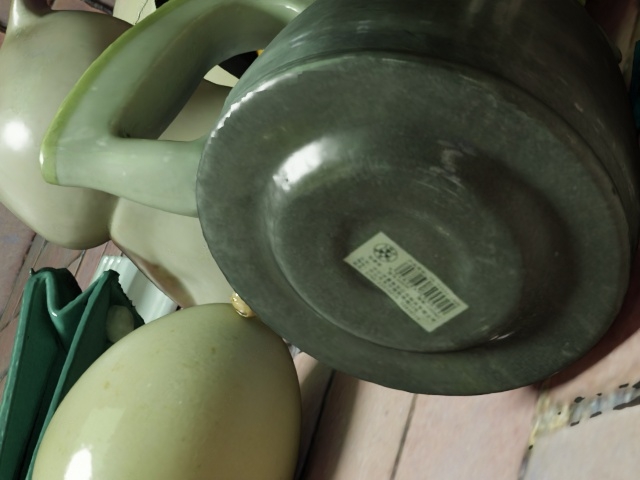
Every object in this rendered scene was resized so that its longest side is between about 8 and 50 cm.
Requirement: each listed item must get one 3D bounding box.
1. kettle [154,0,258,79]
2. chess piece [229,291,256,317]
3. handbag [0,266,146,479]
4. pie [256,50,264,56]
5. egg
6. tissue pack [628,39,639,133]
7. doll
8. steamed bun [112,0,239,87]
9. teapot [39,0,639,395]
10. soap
[{"bbox_3d":[0.039,-0.299,1.320,0.324,0.228,0.321,-61,27,-9],"label":"kettle"},{"bbox_3d":[-0.001,0.000,1.118,0.172,0.060,0.060,-39,7,-23],"label":"chess piece"},{"bbox_3d":[-0.208,0.191,1.336,0.269,0.100,0.274,75,-159,-55],"label":"handbag"},{"bbox_3d":[0.052,-0.220,1.145,0.273,0.273,0.069,-62,-20,5],"label":"pie"},{"bbox_3d":[-0.112,0.164,1.107,0.254,0.188,0.188,-61,16,-14],"label":"egg"},{"bbox_3d":[0.217,-0.119,0.836,0.138,0.028,0.085,-47,20,55],"label":"tissue pack"},{"bbox_3d":[-0.126,-0.060,1.276,0.226,0.370,0.215,111,-177,-73],"label":"doll"},{"bbox_3d":[-0.119,-0.264,1.680,0.334,0.233,0.312,-27,38,65],"label":"steamed bun"},{"bbox_3d":[0.039,-0.056,0.867,0.321,0.239,0.239,-14,33,31],"label":"teapot"},{"bbox_3d":[-0.266,0.154,1.744,0.265,0.087,0.160,-66,17,-8],"label":"soap"}]
